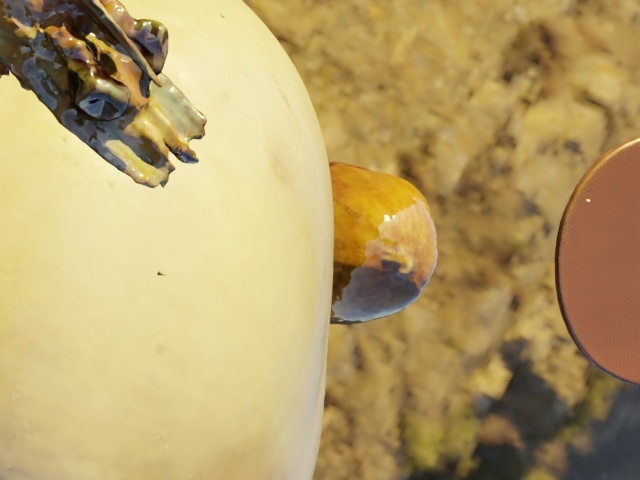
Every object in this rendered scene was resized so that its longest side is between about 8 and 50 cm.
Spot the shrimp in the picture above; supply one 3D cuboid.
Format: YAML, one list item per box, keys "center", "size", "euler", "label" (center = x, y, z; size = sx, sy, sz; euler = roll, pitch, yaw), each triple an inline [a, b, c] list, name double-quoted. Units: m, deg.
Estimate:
- center: [-0.105, -0.072, 0.457]
  size: [0.041, 0.180, 0.099]
  euler: [-49, 177, -44]
  label: "shrimp"

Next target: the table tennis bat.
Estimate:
- center: [0.260, 0.010, 1.061]
  size: [0.021, 0.274, 0.154]
  euler: [-156, -113, -69]
  label: "table tennis bat"

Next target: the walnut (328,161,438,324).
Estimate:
- center: [0.000, 0.000, 1.242]
  size: [0.207, 0.116, 0.116]
  euler: [7, -118, 54]
  label: "walnut"

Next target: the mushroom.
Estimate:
- center: [-0.142, 0.035, 0.869]
  size: [0.362, 0.294, 0.362]
  euler: [-176, -90, -88]
  label: "mushroom"
